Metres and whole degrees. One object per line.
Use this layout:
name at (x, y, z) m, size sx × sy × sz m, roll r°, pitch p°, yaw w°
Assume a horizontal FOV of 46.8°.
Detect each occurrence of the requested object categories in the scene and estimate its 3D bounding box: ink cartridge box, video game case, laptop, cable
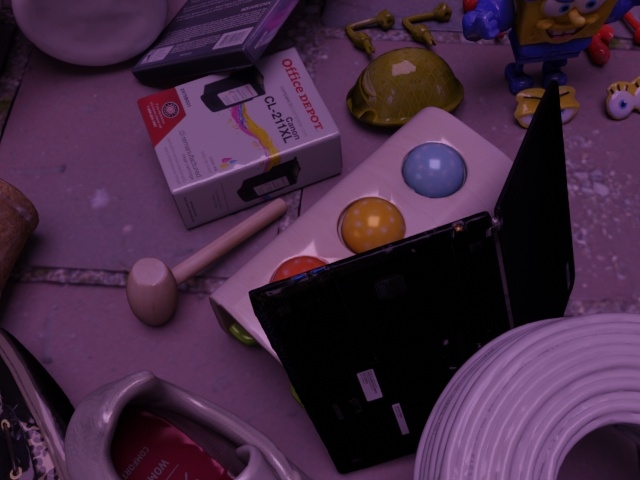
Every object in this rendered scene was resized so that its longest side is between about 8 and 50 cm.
ink cartridge box at (-0.080, -0.107, 0.756) m, size 0.175 × 0.072 × 0.127 m, roll -21°, pitch 63°, yaw -9°
video game case at (-0.076, -0.285, 0.819) m, size 0.196 × 0.026 × 0.274 m, roll 4°, pitch 54°, yaw 44°
laptop at (0.098, 0.038, 0.593) m, size 0.264 × 0.234 × 0.137 m, roll -19°, pitch 40°, yaw 4°
cable at (0.188, 0.170, 0.479) m, size 0.257 × 0.089 × 0.257 m, roll -4°, pitch 71°, yaw -3°

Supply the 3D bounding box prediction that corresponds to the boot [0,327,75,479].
boot at (-0.275, 0.201, 0.593) m, size 0.178 × 0.085 × 0.236 m, roll -33°, pitch 65°, yaw -12°

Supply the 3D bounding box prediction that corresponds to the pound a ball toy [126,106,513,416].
pound a ball toy at (0.000, 0.000, 0.661) m, size 0.319 × 0.136 × 0.208 m, roll -41°, pitch 68°, yaw -19°

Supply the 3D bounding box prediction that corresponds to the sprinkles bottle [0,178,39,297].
sprinkles bottle at (-0.365, 0.105, 0.625) m, size 0.121 × 0.121 × 0.355 m, roll 12°, pitch 62°, yaw 8°

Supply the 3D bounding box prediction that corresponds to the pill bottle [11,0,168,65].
pill bottle at (-0.271, -0.348, 0.838) m, size 0.162 × 0.162 × 0.278 m, roll -14°, pitch 61°, yaw -5°

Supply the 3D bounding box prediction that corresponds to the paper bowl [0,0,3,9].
paper bowl at (-0.445, -0.267, 0.771) m, size 0.284 × 0.148 × 0.284 m, roll -9°, pitch 73°, yaw 31°

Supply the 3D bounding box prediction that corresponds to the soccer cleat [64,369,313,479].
soccer cleat at (-0.033, 0.211, 0.500) m, size 0.331 × 0.143 × 0.116 m, roll 36°, pitch 53°, yaw -3°

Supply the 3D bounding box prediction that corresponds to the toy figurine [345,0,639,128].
toy figurine at (0.202, -0.252, 0.743) m, size 0.362 × 0.217 × 0.191 m, roll -6°, pitch 62°, yaw -2°
